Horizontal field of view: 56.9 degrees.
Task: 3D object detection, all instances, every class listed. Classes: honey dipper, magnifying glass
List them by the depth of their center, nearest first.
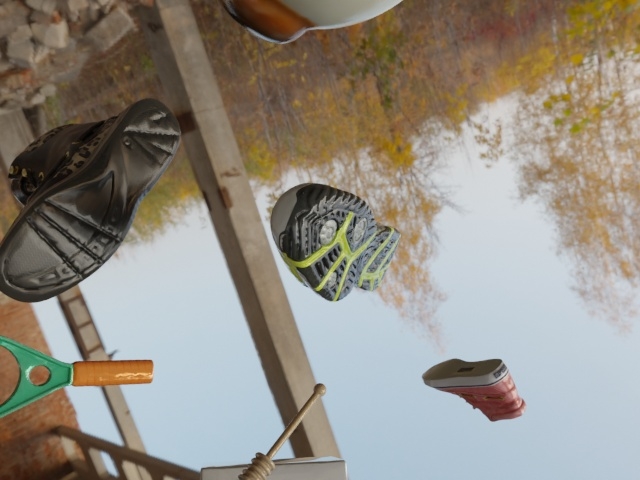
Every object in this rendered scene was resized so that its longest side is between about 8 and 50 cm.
[{"bbox_3d":[-0.301,0.149,0.652,0.231,0.092,0.026,6,170,-35],"label":"magnifying glass"},{"bbox_3d":[-0.042,0.241,0.745,0.031,0.030,0.160,-4,-145,49],"label":"honey dipper"}]

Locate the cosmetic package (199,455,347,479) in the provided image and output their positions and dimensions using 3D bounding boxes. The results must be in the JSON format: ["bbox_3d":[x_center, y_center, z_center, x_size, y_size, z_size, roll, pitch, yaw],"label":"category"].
[{"bbox_3d":[-0.077,0.463,0.923,0.225,0.223,0.138,2,163,-11],"label":"cosmetic package"}]

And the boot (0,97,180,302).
[{"bbox_3d":[-0.423,-0.074,0.967,0.284,0.138,0.377,4,-123,42],"label":"boot"}]

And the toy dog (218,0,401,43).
[{"bbox_3d":[-0.030,-0.350,0.392,0.285,0.407,0.395,-27,-144,9],"label":"toy dog"}]

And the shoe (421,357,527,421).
[{"bbox_3d":[0.227,0.227,0.890,0.064,0.081,0.178,-32,-177,-29],"label":"shoe"}]

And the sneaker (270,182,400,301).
[{"bbox_3d":[0.000,0.000,0.855,0.147,0.145,0.385,23,177,20],"label":"sneaker"}]
